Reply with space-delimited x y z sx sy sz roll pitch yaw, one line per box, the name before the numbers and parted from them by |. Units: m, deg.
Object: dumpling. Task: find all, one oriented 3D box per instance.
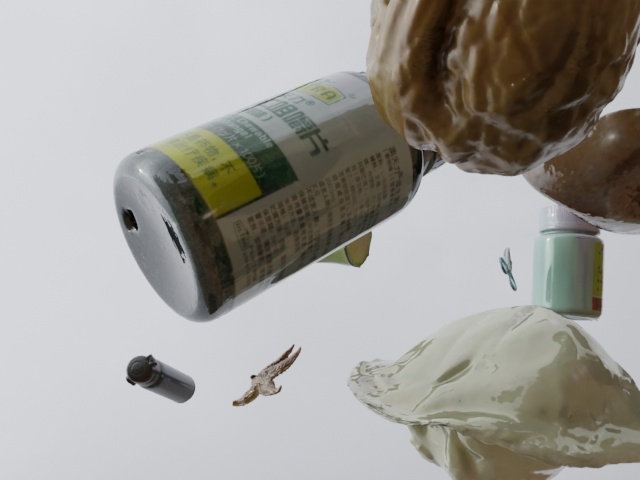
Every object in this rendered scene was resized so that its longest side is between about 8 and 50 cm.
dumpling | 0.191 0.188 0.866 0.315 0.395 0.233 8 -88 -35

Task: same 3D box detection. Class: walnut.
walnut | 0.100 -0.128 0.389 0.155 0.155 0.184 -19 -38 -22

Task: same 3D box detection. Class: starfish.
starfish | -0.135 0.354 1.785 0.043 0.240 0.227 44 -101 -15

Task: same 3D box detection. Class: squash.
squash | 0.000 0.000 1.332 0.095 0.188 0.095 -2 -87 -51

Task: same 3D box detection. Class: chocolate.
chocolate | 0.345 -0.054 0.762 0.261 0.083 0.161 14 -29 -38

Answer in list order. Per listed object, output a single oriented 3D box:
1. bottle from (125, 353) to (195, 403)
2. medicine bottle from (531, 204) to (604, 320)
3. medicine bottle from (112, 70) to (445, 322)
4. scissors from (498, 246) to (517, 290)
bottle | -0.376 0.327 1.629 0.082 0.072 0.244 -36 -27 -4
medicine bottle | 0.507 0.048 1.421 0.139 0.139 0.226 10 -100 -36
medicine bottle | -0.014 -0.056 0.586 0.293 0.141 0.141 -28 -51 -31
scissors | 0.296 0.036 1.100 0.014 0.119 0.058 -26 -76 21
